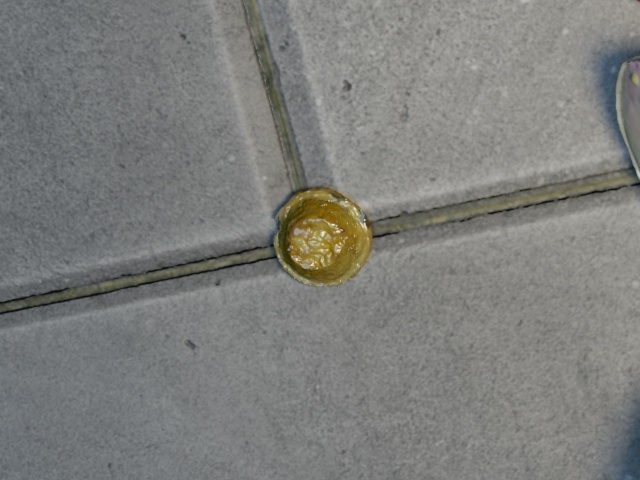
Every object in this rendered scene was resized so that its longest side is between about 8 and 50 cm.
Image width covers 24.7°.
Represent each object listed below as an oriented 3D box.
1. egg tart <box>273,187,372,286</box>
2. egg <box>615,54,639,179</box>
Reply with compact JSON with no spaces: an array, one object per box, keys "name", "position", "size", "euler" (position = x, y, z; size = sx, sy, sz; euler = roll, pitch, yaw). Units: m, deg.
[{"name":"egg tart","position":[0.000,0.000,1.766],"size":[0.129,0.049,0.129],"euler":[3,106,12]},{"name":"egg","position":[0.453,-0.099,1.570],"size":[0.162,0.206,0.271],"euler":[-30,73,-14]}]
